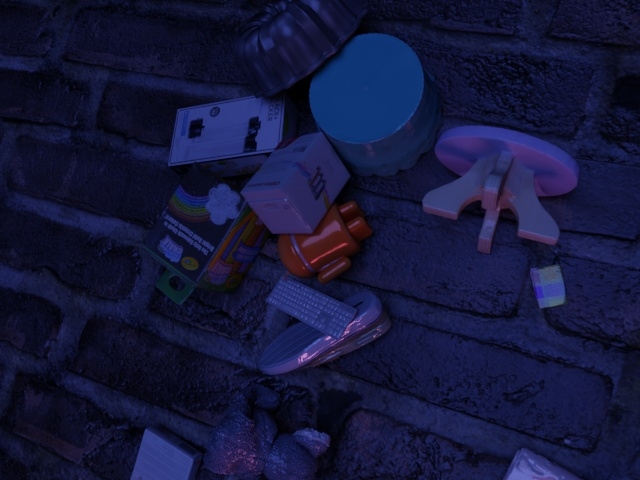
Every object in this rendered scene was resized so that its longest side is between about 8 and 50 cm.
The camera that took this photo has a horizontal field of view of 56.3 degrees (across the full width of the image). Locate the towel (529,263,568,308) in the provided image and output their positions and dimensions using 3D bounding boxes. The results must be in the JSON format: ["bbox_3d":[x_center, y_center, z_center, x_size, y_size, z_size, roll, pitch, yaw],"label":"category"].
[{"bbox_3d":[0.449,0.089,1.175,0.060,0.009,0.083,-12,76,16],"label":"towel"}]

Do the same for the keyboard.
[{"bbox_3d":[-0.025,0.138,1.264,0.256,0.014,0.072,20,66,49],"label":"keyboard"}]

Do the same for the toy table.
[{"bbox_3d":[0.336,-0.097,1.147,0.274,0.252,0.161,12,66,30],"label":"toy table"}]

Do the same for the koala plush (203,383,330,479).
[{"bbox_3d":[-0.103,0.431,1.216,0.221,0.203,0.196,26,89,10],"label":"koala plush"}]

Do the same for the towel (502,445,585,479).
[{"bbox_3d":[0.440,0.588,1.053,0.331,0.053,0.317,26,89,23],"label":"towel"}]

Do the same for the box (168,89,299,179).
[{"bbox_3d":[-0.203,-0.244,1.416,0.289,0.087,0.169,-4,66,18],"label":"box"}]

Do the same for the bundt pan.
[{"bbox_3d":[-0.060,-0.470,1.312,0.330,0.124,0.331,-30,32,21],"label":"bundt pan"}]

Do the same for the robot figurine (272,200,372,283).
[{"bbox_3d":[0.000,-0.001,1.291,0.219,0.128,0.158,-30,100,11],"label":"robot figurine"}]

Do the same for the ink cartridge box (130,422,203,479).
[{"bbox_3d":[-0.354,0.530,1.362,0.145,0.045,0.179,24,106,22],"label":"ink cartridge box"}]

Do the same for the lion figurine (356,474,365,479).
[{"bbox_3d":[0.176,0.608,1.043,0.240,0.142,0.392,-36,69,56],"label":"lion figurine"}]

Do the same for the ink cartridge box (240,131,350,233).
[{"bbox_3d":[-0.050,-0.116,1.246,0.128,0.127,0.176,0,46,44],"label":"ink cartridge box"}]

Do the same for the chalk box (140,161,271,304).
[{"bbox_3d":[-0.259,0.005,1.354,0.180,0.179,0.289,34,92,21],"label":"chalk box"}]

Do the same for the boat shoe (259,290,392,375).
[{"bbox_3d":[0.010,0.216,1.256,0.302,0.094,0.109,-30,29,18],"label":"boat shoe"}]

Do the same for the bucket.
[{"bbox_3d":[0.115,-0.289,1.277,0.281,0.183,0.281,-4,77,17],"label":"bucket"}]
